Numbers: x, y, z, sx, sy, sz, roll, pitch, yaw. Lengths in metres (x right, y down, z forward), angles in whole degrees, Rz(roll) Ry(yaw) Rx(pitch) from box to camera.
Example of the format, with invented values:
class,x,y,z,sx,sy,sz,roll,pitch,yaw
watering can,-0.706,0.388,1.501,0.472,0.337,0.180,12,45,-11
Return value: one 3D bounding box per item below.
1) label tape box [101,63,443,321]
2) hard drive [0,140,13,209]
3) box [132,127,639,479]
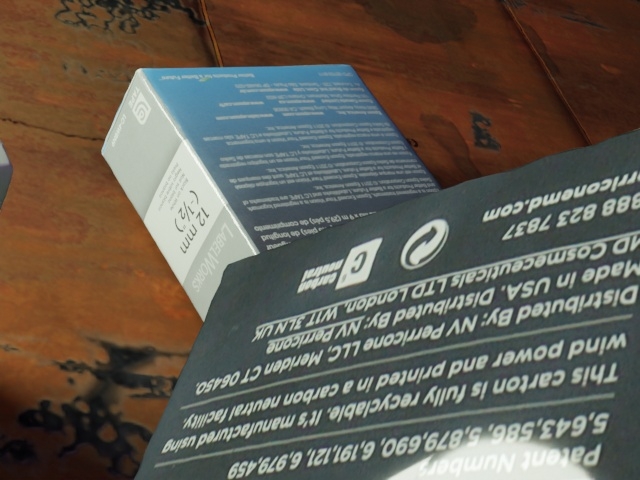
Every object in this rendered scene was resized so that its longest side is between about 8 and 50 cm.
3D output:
class,x,y,z,sx,sy,sz,roll,pitch,yaw
label tape box,0.000,0.000,1.144,0.249,0.115,0.348,-7,54,-40
hard drive,-0.358,0.020,0.782,0.307,0.203,0.040,-3,48,-38
box,0.131,0.297,0.489,0.480,0.297,0.472,42,51,-28
